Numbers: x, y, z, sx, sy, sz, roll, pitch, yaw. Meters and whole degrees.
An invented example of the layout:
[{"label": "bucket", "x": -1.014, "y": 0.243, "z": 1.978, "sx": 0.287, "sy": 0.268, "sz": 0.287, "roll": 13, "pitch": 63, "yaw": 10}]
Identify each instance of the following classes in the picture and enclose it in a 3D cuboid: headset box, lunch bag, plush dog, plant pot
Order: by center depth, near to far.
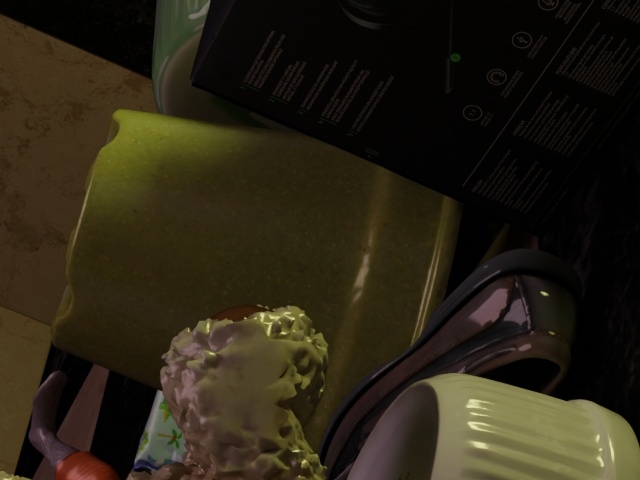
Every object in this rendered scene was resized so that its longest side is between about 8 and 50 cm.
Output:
[{"label": "plush dog", "x": -0.070, "y": 0.190, "z": 1.036, "sx": 0.262, "sy": 0.210, "sz": 0.225, "roll": -37, "pitch": -14, "yaw": -19}, {"label": "headset box", "x": 0.078, "y": -0.173, "z": 1.253, "sx": 0.131, "sy": 0.283, "sz": 0.246, "roll": -81, "pitch": 18, "yaw": -49}, {"label": "plant pot", "x": -0.051, "y": 0.022, "z": 1.411, "sx": 0.276, "sy": 0.254, "sz": 0.276, "roll": -165, "pitch": 90, "yaw": -86}, {"label": "lunch bag", "x": -0.105, "y": 0.192, "z": 1.855, "sx": 0.151, "sy": 0.096, "sz": 0.128, "roll": 71, "pitch": -146, "yaw": -62}]

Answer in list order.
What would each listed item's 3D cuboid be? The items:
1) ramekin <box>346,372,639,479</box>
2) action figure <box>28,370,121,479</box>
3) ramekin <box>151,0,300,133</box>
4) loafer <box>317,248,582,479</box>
[{"label": "ramekin", "x": 0.075, "y": 0.169, "z": 1.048, "sx": 0.207, "sy": 0.109, "sz": 0.207, "roll": -61, "pitch": 13, "yaw": 25}, {"label": "action figure", "x": -0.119, "y": 0.249, "z": 1.367, "sx": 0.178, "sy": 0.330, "sz": 0.341, "roll": -54, "pitch": -15, "yaw": 29}, {"label": "ramekin", "x": 0.012, "y": -0.155, "z": 1.505, "sx": 0.303, "sy": 0.303, "sz": 0.148, "roll": 128, "pitch": 154, "yaw": -51}, {"label": "loafer", "x": 0.071, "y": 0.118, "z": 1.212, "sx": 0.267, "sy": 0.096, "sz": 0.084, "roll": -56, "pitch": 22, "yaw": 35}]
